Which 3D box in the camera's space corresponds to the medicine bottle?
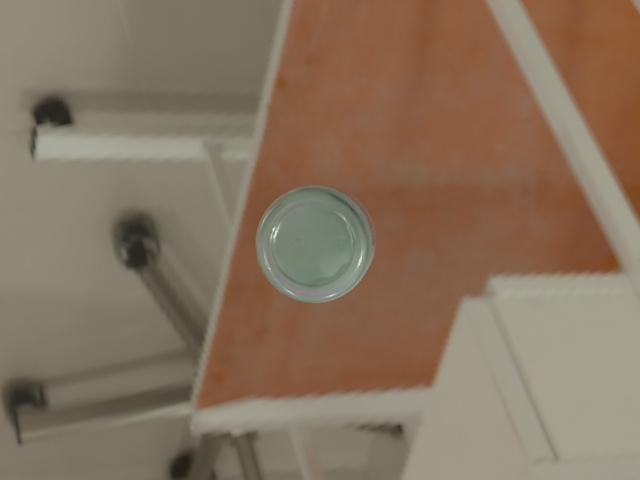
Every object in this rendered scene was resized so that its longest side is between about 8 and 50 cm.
[{"bbox_3d":[0.000,0.000,1.442,0.090,0.090,0.216,-23,180,3],"label":"medicine bottle"}]
